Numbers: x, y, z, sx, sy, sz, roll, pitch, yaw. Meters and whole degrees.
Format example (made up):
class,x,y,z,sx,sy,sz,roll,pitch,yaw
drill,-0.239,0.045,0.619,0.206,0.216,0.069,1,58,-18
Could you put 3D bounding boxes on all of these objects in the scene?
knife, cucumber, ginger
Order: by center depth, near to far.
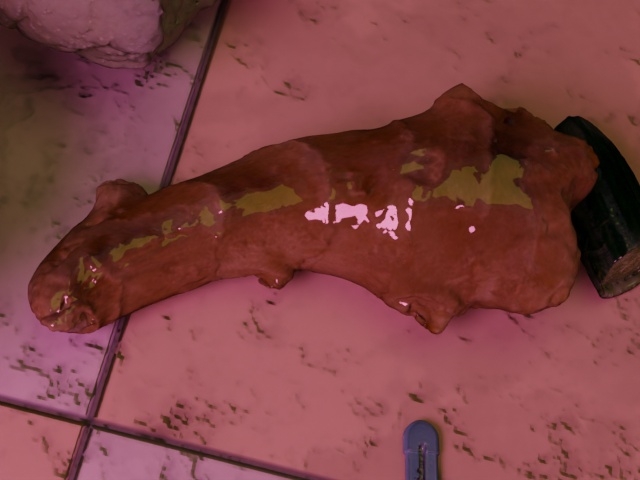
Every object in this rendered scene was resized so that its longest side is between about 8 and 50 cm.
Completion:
class,x,y,z,sx,sy,sz,roll,pitch,yaw
knife,0.050,0.132,0.619,0.027,0.010,0.096,5,60,-8
ginger,0.000,0.000,0.650,0.294,0.086,0.131,-13,73,-8
cucumber,0.152,-0.024,0.704,0.048,0.048,0.105,-13,63,-17

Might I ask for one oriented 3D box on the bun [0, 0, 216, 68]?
class,x,y,z,sx,sy,sz,roll,pitch,yaw
bun,-0.107,-0.176,0.698,0.212,0.126,0.204,-7,62,-23
